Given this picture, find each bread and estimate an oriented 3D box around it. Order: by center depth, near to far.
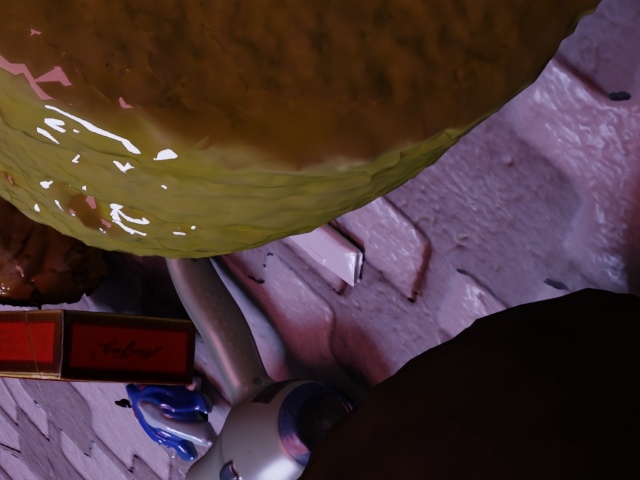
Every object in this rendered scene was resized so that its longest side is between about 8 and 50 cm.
[{"bbox_3d":[-0.055,-0.159,0.712,0.348,0.348,0.308,51,156,4],"label":"bread"},{"bbox_3d":[-0.338,-0.033,1.479,0.260,0.147,0.160,58,149,-9],"label":"bread"}]

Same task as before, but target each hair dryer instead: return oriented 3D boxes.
[{"bbox_3d":[-0.088,0.147,1.351,0.298,0.119,0.296,53,147,25],"label":"hair dryer"}]

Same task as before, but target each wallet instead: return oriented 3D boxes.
[{"bbox_3d":[0.000,0.000,1.144,0.083,0.011,0.044,38,149,26],"label":"wallet"}]

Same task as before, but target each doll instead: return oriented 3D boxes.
[{"bbox_3d":[-0.162,0.163,1.519,0.195,0.070,0.096,35,118,37],"label":"doll"}]

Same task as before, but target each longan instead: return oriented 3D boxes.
[{"bbox_3d":[0.151,0.261,0.805,0.404,0.404,0.436,4,123,55],"label":"longan"}]

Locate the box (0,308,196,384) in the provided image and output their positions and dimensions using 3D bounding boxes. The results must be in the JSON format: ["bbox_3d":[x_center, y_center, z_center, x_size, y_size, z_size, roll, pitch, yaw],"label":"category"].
[{"bbox_3d":[-0.252,0.105,1.462,0.240,0.153,0.074,-3,77,50],"label":"box"}]
